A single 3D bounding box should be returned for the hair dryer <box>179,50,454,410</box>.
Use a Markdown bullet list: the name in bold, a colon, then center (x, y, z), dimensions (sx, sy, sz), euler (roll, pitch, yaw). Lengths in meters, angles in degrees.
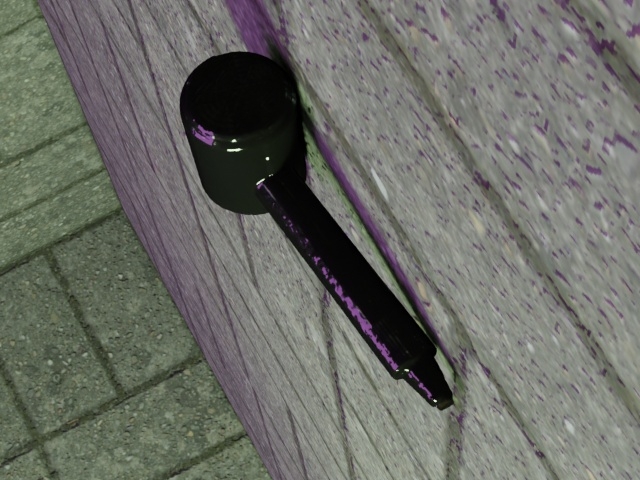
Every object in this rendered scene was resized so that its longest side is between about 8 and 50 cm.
- **hair dryer**: center (0.000, 0.001, 0.967), dimensions (0.248, 0.071, 0.114), euler (55, 170, 21)
